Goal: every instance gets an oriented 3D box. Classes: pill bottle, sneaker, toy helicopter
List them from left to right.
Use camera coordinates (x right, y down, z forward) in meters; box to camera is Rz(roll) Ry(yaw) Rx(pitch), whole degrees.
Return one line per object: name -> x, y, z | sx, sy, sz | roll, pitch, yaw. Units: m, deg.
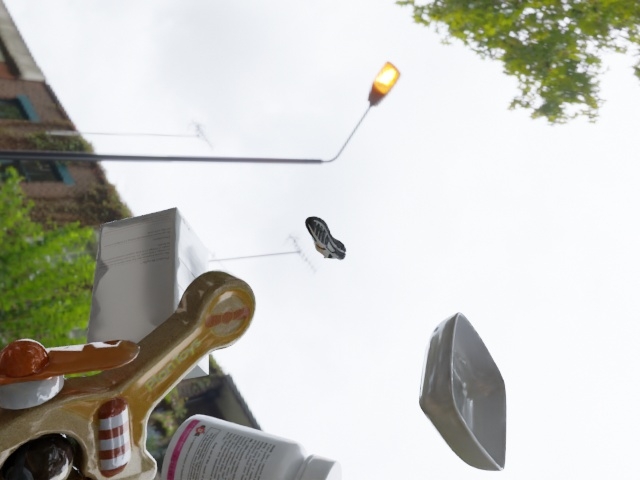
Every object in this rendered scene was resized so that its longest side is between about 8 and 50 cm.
toy helicopter -> -0.205, 0.143, 0.617 | 0.140, 0.355, 0.235 | 20, -36, 45
pill bottle -> -0.117, 0.413, 1.132 | 0.283, 0.160, 0.160 | 9, -79, 20
sneaker -> 0.000, 0.000, 1.104 | 0.044, 0.109, 0.040 | -5, -132, 36

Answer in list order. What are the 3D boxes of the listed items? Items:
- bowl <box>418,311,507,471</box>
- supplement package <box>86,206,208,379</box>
bowl -> 0.154, 0.168, 0.718 | 0.053, 0.142, 0.142 | -19, -59, 28
supplement package -> -0.199, 0.069, 0.775 | 0.105, 0.105, 0.179 | -12, -125, 8
